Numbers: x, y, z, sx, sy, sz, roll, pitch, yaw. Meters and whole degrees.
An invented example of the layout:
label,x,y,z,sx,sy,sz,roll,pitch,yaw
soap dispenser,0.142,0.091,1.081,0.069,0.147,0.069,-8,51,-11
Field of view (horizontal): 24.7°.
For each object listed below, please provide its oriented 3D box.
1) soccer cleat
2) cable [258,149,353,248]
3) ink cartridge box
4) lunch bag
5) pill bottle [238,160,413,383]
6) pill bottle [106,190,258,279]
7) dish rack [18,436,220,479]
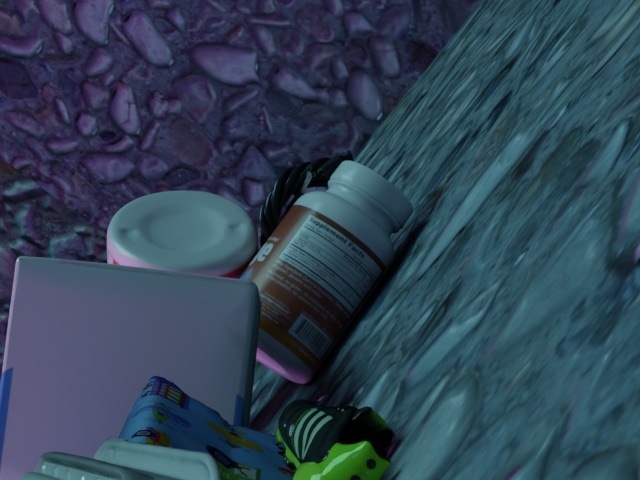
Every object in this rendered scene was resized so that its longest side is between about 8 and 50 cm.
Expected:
label,x,y,z,sx,sy,sz,roll,pitch,yaw
soccer cleat,0.012,0.133,0.939,0.072,0.060,0.179,-44,11,4
cable,0.000,0.000,1.593,0.150,0.047,0.184,-32,-52,-34
ink cartridge box,-0.159,0.130,1.278,0.270,0.197,0.198,102,175,-84
lunch bag,-0.128,0.267,0.995,0.293,0.138,0.221,-62,6,5
pill bottle,-0.002,0.029,1.496,0.216,0.121,0.121,-54,4,-12
pill bottle,-0.151,0.102,1.606,0.161,0.161,0.283,-59,-23,-54
dish rack,-0.144,0.237,0.743,0.333,0.072,0.285,163,121,-69
